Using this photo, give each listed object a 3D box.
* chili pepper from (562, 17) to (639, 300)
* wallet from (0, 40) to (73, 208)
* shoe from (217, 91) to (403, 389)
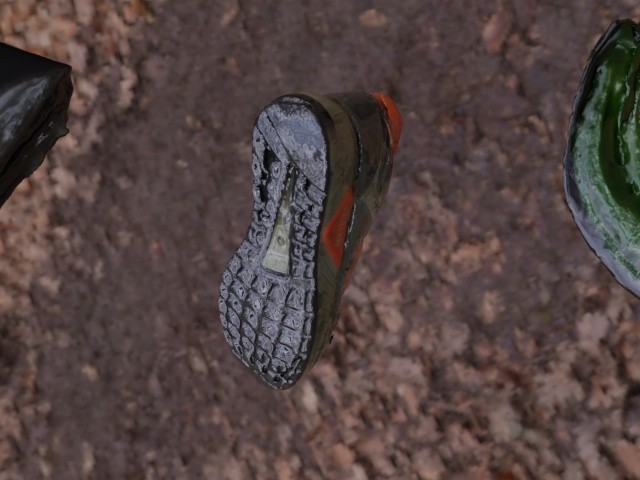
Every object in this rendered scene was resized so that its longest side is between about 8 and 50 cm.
[{"bbox_3d":[0.248,-0.011,0.887,0.122,0.065,0.279,-42,77,29],"label":"chili pepper"},{"bbox_3d":[-0.364,-0.100,0.983,0.378,0.197,0.051,22,162,27],"label":"wallet"},{"bbox_3d":[0.000,0.001,0.727,0.074,0.077,0.194,37,133,32],"label":"shoe"}]
